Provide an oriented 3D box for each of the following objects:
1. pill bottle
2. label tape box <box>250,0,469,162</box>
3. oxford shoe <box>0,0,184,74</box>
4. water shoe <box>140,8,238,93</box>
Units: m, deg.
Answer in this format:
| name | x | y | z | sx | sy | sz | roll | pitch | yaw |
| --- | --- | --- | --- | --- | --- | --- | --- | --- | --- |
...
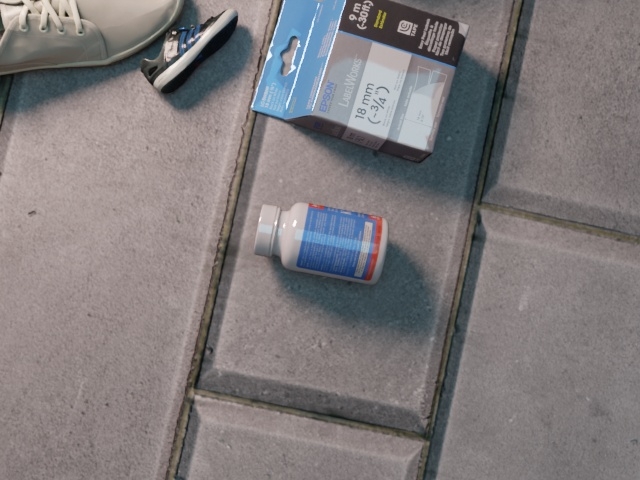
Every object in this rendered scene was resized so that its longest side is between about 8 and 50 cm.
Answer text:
| name | x | y | z | sx | sy | sz | roll | pitch | yaw |
| --- | --- | --- | --- | --- | --- | --- | --- | --- | --- |
| pill bottle | 0.000 | 0.000 | 1.152 | 0.222 | 0.124 | 0.124 | 11 | 88 | -4 |
| label tape box | 0.066 | -0.305 | 1.174 | 0.334 | 0.106 | 0.240 | 17 | 87 | -3 |
| oxford shoe | -0.459 | -0.387 | 1.140 | 0.450 | 0.130 | 0.169 | -14 | 87 | -5 |
| water shoe | -0.237 | -0.357 | 1.176 | 0.080 | 0.073 | 0.203 | 45 | 86 | 1 |
